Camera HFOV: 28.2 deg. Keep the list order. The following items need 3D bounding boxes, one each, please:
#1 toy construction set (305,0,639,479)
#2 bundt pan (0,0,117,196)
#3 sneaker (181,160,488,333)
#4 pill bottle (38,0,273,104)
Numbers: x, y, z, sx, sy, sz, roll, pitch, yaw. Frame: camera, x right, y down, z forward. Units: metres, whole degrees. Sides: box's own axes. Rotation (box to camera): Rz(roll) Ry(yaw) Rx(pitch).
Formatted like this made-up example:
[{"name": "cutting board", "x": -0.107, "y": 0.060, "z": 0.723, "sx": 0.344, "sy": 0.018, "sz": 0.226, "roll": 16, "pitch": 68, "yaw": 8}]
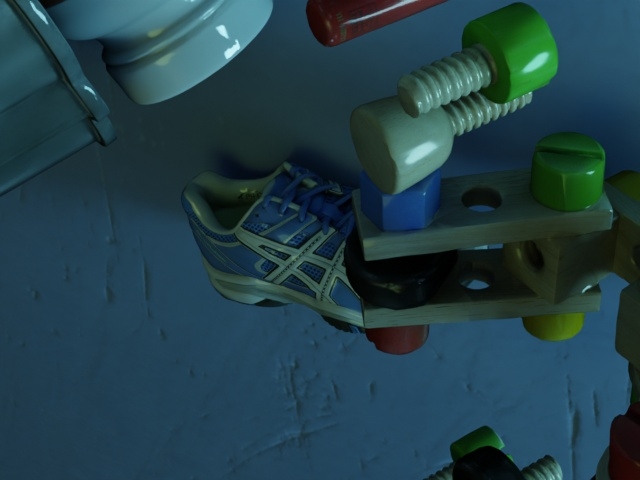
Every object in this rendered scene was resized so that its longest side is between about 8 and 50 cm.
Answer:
[{"name": "toy construction set", "x": 0.151, "y": -0.007, "z": 0.595, "sx": 0.257, "sy": 0.237, "sz": 0.309, "roll": 26, "pitch": 138, "yaw": 65}, {"name": "bundt pan", "x": -0.253, "y": -0.140, "z": 0.633, "sx": 0.331, "sy": 0.124, "sz": 0.331, "roll": 48, "pitch": 172, "yaw": 9}, {"name": "sneaker", "x": 0.000, "y": 0.000, "z": 0.766, "sx": 0.211, "sy": 0.080, "sz": 0.081, "roll": 1, "pitch": 137, "yaw": 35}, {"name": "pill bottle", "x": -0.118, "y": -0.177, "z": 0.614, "sx": 0.121, "sy": 0.121, "sz": 0.216, "roll": -8, "pitch": 127, "yaw": 43}]
